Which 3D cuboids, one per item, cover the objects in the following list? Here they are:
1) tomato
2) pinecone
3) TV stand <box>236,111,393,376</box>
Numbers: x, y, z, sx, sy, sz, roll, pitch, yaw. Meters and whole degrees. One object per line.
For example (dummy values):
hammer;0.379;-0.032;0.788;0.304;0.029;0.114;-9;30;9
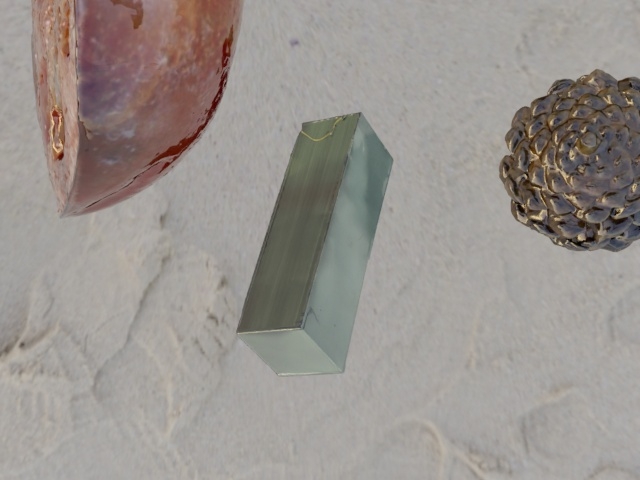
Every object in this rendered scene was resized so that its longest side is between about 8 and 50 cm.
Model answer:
tomato;-0.133;-0.176;0.761;0.144;0.338;0.338;-3;107;-17
pinecone;0.370;-0.090;1.404;0.243;0.243;0.257;-22;136;2
TV stand;0.000;0.000;1.067;0.083;0.269;0.088;-7;141;32
